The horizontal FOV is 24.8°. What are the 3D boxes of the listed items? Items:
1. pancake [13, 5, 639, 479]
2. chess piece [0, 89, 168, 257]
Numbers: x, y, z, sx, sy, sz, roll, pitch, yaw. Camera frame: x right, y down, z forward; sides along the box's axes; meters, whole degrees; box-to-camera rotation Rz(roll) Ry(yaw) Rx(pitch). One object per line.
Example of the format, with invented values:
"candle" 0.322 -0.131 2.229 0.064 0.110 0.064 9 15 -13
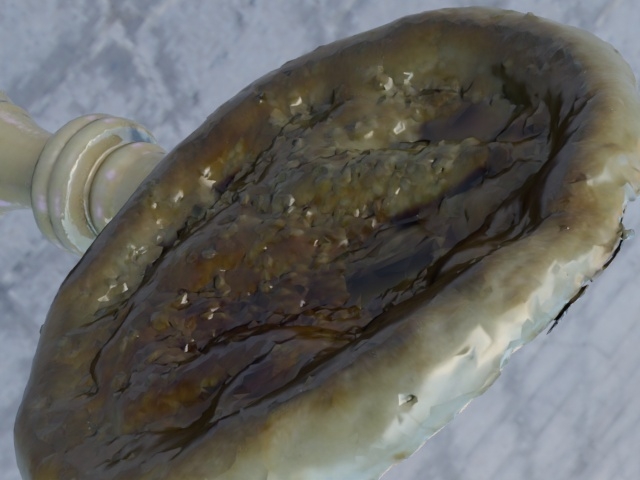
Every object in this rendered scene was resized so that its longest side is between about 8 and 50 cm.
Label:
"pancake" 0.001 0.001 0.701 0.356 0.356 0.065 -44 122 -19
"chess piece" -0.147 -0.037 1.008 0.117 0.397 0.117 -22 118 -48
